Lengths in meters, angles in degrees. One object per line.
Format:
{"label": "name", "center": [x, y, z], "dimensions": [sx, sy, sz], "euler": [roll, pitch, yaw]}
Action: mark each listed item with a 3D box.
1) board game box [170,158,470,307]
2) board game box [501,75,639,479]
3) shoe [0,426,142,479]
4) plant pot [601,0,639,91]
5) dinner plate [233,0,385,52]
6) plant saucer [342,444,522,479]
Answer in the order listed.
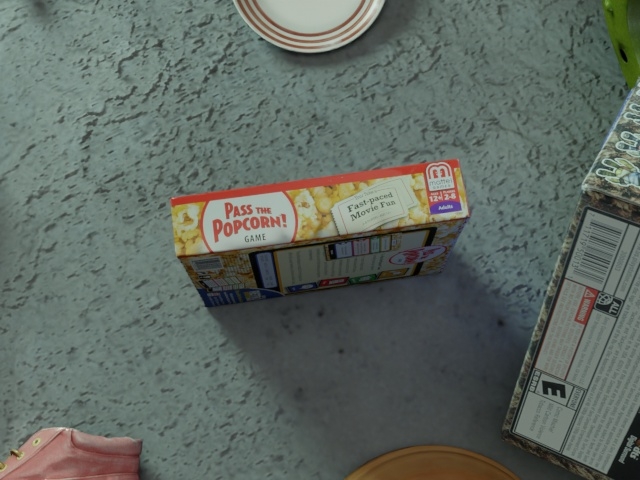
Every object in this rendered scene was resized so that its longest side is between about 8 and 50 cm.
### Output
{"label": "board game box", "center": [0.000, 0.000, 0.640], "dimensions": [0.194, 0.147, 0.045], "euler": [-8, 73, -3]}
{"label": "board game box", "center": [0.287, 0.066, 0.529], "dimensions": [0.291, 0.232, 0.141], "euler": [23, 46, 18]}
{"label": "shoe", "center": [-0.217, 0.176, 0.633], "dimensions": [0.178, 0.063, 0.081], "euler": [4, 72, -4]}
{"label": "plant pot", "center": [0.408, -0.192, 0.615], "dimensions": [0.353, 0.366, 0.366], "euler": [-25, 74, 4]}
{"label": "dinner plate", "center": [-0.010, -0.232, 0.767], "dimensions": [0.141, 0.017, 0.141], "euler": [0, 86, -3]}
{"label": "plant saucer", "center": [0.085, 0.240, 0.606], "dimensions": [0.200, 0.037, 0.200], "euler": [3, 68, -7]}
